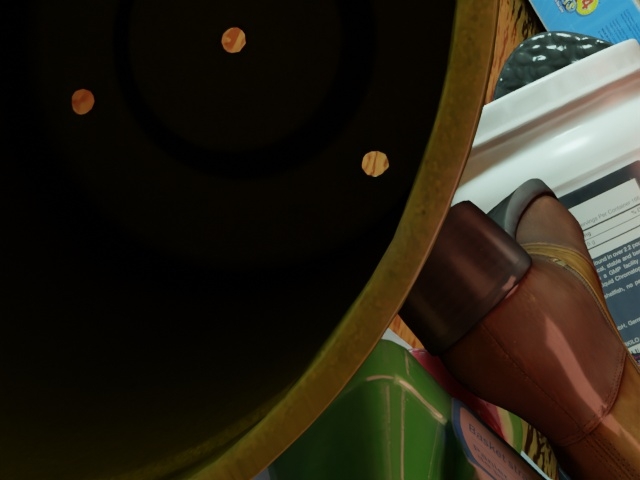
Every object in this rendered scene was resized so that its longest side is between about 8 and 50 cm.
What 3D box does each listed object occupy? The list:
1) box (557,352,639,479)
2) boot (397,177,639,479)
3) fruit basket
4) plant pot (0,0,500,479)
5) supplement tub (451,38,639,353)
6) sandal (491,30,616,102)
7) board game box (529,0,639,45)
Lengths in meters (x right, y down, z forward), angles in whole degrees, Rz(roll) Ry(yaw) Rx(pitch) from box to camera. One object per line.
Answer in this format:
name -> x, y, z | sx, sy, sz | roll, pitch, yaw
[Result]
box -> 0.284, 0.151, 0.997 | 0.142, 0.247, 0.163 | -120, -155, -87
boot -> 0.169, 0.095, 0.810 | 0.280, 0.096, 0.264 | 47, 7, 9
fruit basket -> 0.057, 0.125, 0.820 | 0.327, 0.165, 0.353 | 44, 23, -18
plant pot -> -0.083, -0.089, 0.605 | 0.366, 0.366, 0.353 | 66, 16, 3
supplement tub -> 0.214, 0.009, 1.161 | 0.272, 0.191, 0.191 | 65, 27, 0
sandal -> 0.314, 0.007, 1.300 | 0.446, 0.167, 0.107 | 43, 11, 5
board game box -> 0.336, -0.160, 1.559 | 0.302, 0.086, 0.308 | 26, 33, -50
